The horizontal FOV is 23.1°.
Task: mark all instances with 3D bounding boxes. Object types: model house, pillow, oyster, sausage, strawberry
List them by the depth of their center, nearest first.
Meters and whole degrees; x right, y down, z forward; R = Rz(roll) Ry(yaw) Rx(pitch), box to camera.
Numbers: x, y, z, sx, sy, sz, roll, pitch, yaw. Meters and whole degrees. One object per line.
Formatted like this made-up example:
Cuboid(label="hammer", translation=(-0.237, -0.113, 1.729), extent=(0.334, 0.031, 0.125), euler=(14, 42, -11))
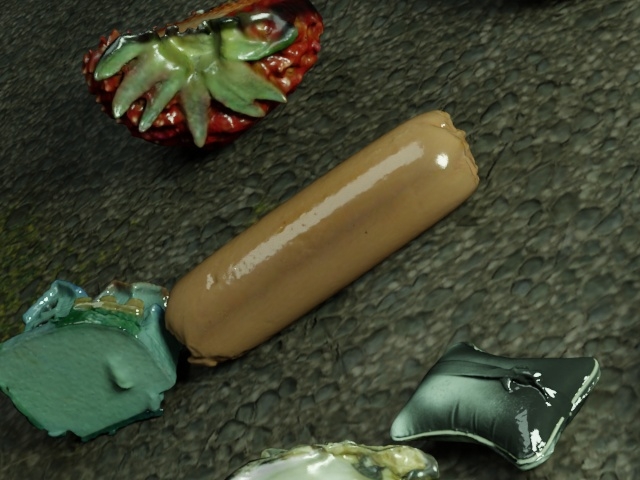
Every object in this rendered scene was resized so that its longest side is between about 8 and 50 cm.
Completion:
Cuboid(label="oyster", translation=(0.003, 0.197, 1.022), extent=(0.191, 0.081, 0.163), euler=(-23, 47, -17))
Cuboid(label="pillow", translation=(0.116, 0.108, 1.043), extent=(0.136, 0.055, 0.091), euler=(1, 69, 48))
Cuboid(label="sausage", translation=(0.000, 0.001, 1.254), extent=(0.289, 0.086, 0.086), euler=(-34, 34, 8))
Cuboid(label="model house", translation=(-0.189, 0.076, 1.338), extent=(0.148, 0.119, 0.148), euler=(-25, 28, 22))
Cuboid(label="strawberry", translation=(-0.105, -0.167, 1.543), extent=(0.233, 0.137, 0.306), euler=(-18, 10, 1))
